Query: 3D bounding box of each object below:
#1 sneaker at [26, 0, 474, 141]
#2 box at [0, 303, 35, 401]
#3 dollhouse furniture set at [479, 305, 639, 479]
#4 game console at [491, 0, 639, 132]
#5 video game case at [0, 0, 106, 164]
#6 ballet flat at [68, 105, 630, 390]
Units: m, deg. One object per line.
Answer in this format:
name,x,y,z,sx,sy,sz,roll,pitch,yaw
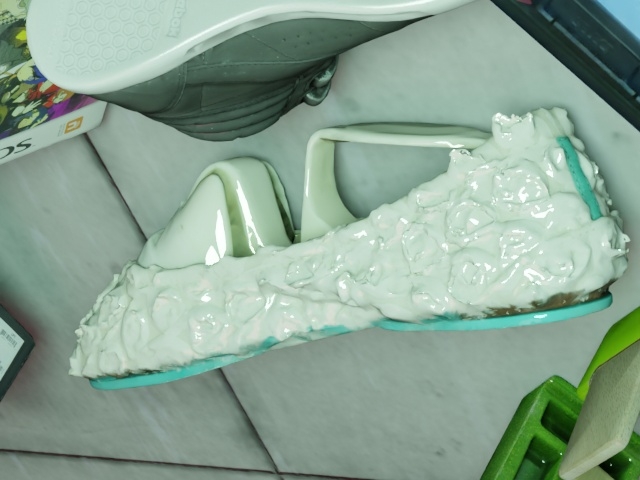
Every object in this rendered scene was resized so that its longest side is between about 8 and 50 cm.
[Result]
sneaker,0.007,-0.135,0.881,0.296,0.104,0.147,-17,167,14
box,-0.431,-0.025,1.178,0.318,0.097,0.395,6,147,38
dollhouse furniture set,0.261,0.196,1.009,0.301,0.151,0.197,37,141,-7
game console,0.230,-0.143,0.645,0.293,0.250,0.173,38,167,-17
video game case,-0.199,-0.114,0.941,0.042,0.210,0.232,52,145,19
ballet flat,0.000,0.000,1.017,0.409,0.147,0.147,-11,125,36
